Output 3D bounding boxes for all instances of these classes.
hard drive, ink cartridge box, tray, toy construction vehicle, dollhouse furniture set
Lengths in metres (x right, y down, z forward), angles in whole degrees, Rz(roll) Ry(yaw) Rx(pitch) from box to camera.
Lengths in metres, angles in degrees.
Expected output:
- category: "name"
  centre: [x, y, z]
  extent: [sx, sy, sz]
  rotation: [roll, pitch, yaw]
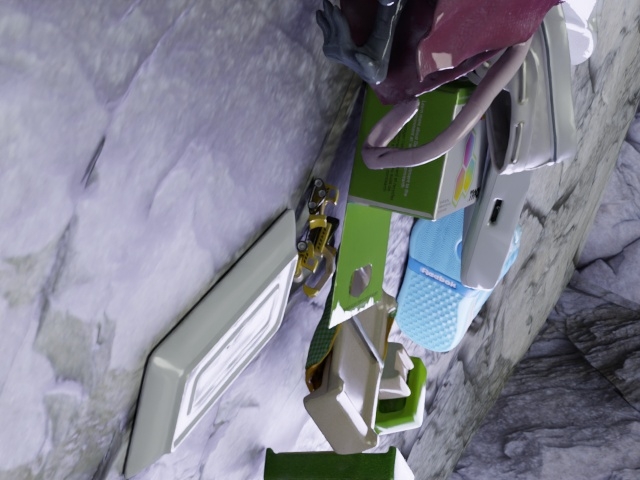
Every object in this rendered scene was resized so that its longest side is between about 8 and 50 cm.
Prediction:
- category: "hard drive"
  centre: [0.206, -0.150, 1.963]
  extent: [0.353, 0.047, 0.233]
  rotation: [-81, -178, -46]
- category: "ink cartridge box"
  centre: [0.095, -0.040, 1.775]
  extent: [0.189, 0.097, 0.255]
  rotation: [-22, 123, -71]
- category: "tray"
  centre: [-0.086, 0.091, 1.558]
  extent: [0.270, 0.030, 0.145]
  rotation: [-49, 158, -51]
- category: "toy construction vehicle"
  centre: [0.000, 0.000, 1.684]
  extent: [0.086, 0.035, 0.098]
  rotation: [82, 24, -74]
- category: "dollhouse furniture set"
  centre: [0.002, 0.151, 1.940]
  extent: [0.301, 0.151, 0.197]
  rotation: [61, 32, -53]

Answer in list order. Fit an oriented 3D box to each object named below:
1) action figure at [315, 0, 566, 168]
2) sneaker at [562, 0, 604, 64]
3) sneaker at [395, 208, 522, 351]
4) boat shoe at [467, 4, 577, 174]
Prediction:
- category: "action figure"
  centre: [0.195, -0.231, 1.405]
  extent: [0.370, 0.248, 0.275]
  rotation: [-20, 104, -26]
- category: "sneaker"
  centre: [0.300, -0.286, 2.033]
  extent: [0.212, 0.080, 0.094]
  rotation: [101, 12, -63]
- category: "sneaker"
  centre: [0.203, -0.016, 2.302]
  extent: [0.208, 0.127, 0.319]
  rotation: [-53, 172, -37]
- category: "boat shoe"
  centre: [0.177, -0.176, 1.659]
  extent: [0.088, 0.096, 0.267]
  rotation: [-22, 133, -9]
